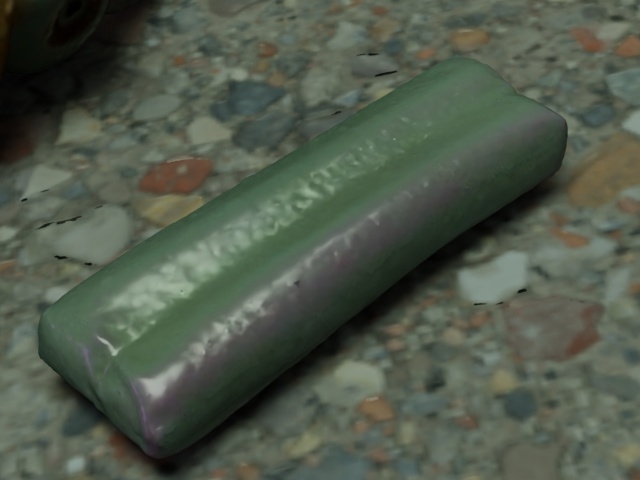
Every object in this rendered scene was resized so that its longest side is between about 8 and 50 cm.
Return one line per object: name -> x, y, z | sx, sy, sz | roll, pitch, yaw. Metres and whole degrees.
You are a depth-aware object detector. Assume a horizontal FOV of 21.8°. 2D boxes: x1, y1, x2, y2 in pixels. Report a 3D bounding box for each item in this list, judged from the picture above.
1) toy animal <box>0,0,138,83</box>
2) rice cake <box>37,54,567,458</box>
toy animal -> -0.161, -0.116, 0.757 | 0.251, 0.127, 0.125 | -31, 41, -25
rice cake -> 0.000, -0.001, 0.645 | 0.222, 0.042, 0.080 | -34, 44, -24
